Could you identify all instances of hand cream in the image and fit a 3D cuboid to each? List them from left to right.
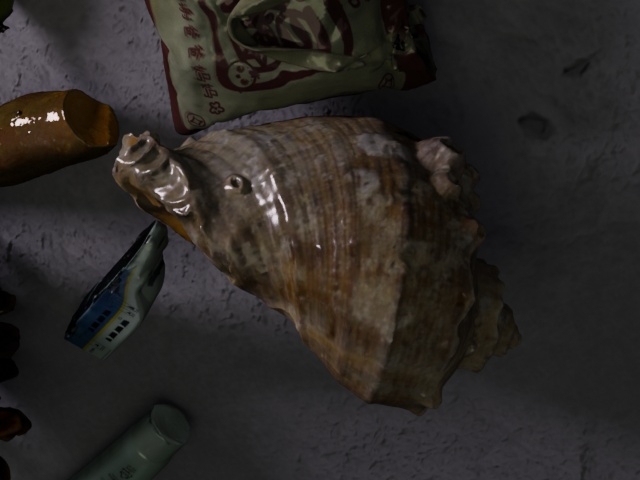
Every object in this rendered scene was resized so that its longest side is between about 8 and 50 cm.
[{"bbox_3d":[-0.201,0.233,1.809,0.078,0.050,0.205,38,125,-12],"label":"hand cream"}]

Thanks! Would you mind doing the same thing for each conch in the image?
[{"bbox_3d":[0.012,-0.012,1.524,0.352,0.297,0.210,43,77,-2],"label":"conch"}]

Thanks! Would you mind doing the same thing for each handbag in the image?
[{"bbox_3d":[-0.037,-0.196,1.482,0.235,0.127,0.213,-12,118,6],"label":"handbag"}]

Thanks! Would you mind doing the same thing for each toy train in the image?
[{"bbox_3d":[-0.168,0.043,1.629,0.051,0.052,0.234,32,150,-10],"label":"toy train"}]

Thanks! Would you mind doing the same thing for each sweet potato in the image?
[{"bbox_3d":[-0.283,-0.088,1.634,0.243,0.077,0.077,-9,117,28],"label":"sweet potato"}]

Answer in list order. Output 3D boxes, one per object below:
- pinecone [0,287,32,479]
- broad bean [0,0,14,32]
[{"bbox_3d":[-0.376,0.111,1.674,0.246,0.246,0.292,15,111,5],"label":"pinecone"},{"bbox_3d":[-0.236,-0.278,1.520,0.075,0.067,0.325,46,126,21],"label":"broad bean"}]
